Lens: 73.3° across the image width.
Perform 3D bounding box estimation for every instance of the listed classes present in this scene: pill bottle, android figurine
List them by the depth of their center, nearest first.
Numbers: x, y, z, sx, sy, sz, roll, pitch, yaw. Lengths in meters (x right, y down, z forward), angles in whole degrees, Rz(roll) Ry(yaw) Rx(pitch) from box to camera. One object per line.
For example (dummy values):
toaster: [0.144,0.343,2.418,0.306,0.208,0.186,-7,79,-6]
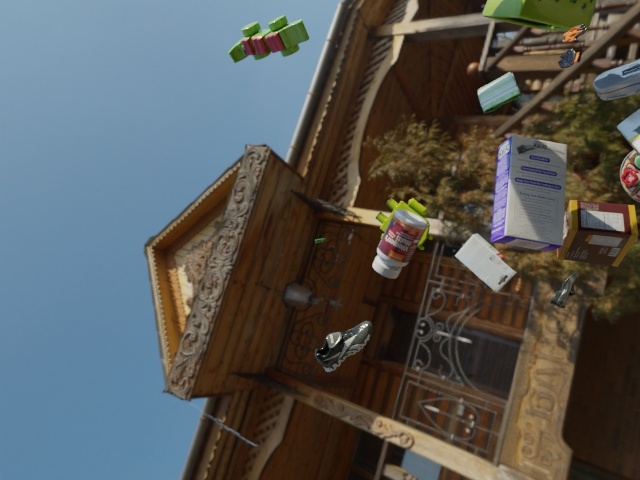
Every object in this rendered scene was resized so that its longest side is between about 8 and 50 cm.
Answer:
pill bottle: [0.268,0.014,1.486,0.121,0.121,0.221,-11,-51,-54]
android figurine: [0.399,-0.069,2.026,0.248,0.272,0.056,-55,-15,15]

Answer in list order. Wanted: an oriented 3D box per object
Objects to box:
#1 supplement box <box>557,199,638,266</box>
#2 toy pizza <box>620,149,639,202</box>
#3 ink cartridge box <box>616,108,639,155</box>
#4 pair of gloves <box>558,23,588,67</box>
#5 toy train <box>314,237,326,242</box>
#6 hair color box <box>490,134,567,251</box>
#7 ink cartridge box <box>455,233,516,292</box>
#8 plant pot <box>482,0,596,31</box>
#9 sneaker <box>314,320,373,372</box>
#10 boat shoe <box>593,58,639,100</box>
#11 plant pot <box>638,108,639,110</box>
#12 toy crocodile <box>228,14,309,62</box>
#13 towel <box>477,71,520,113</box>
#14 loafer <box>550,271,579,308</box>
supplement box: [0.956,-0.024,1.505,0.191,0.194,0.129,73,-149,-52]
toy pizza: [1.081,-0.211,1.417,0.032,0.201,0.202,-17,-63,-17]
ink cartridge box: [0.939,-0.213,1.121,0.226,0.131,0.306,41,-146,-12]
pair of gloves: [0.537,-0.413,0.917,0.074,0.010,0.084,-106,22,-78]
toy train: [0.000,0.000,2.072,0.023,0.083,0.017,-14,-88,-29]
hair color box: [0.664,-0.149,1.374,0.110,0.185,0.339,107,173,-79]
ink cartridge box: [0.346,0.046,0.897,0.029,0.115,0.063,-9,-41,-51]
plant pot: [0.639,-0.725,1.222,0.228,0.227,0.207,6,-64,-12]
sneaker: [0.074,0.347,1.466,0.234,0.078,0.106,-43,-65,9]
boat shoe: [0.952,-0.479,1.254,0.084,0.258,0.095,32,-112,-38]
plant pot: [1.372,-0.502,1.648,0.180,0.201,0.201,-37,-47,-10]
toy crocodile: [-0.180,-0.674,1.457,0.105,0.340,0.115,-53,-45,-31]
towel: [0.540,-0.445,1.306,0.023,0.113,0.152,47,-145,-30]
loafer: [1.048,0.213,1.822,0.170,0.061,0.062,-54,-34,0]
